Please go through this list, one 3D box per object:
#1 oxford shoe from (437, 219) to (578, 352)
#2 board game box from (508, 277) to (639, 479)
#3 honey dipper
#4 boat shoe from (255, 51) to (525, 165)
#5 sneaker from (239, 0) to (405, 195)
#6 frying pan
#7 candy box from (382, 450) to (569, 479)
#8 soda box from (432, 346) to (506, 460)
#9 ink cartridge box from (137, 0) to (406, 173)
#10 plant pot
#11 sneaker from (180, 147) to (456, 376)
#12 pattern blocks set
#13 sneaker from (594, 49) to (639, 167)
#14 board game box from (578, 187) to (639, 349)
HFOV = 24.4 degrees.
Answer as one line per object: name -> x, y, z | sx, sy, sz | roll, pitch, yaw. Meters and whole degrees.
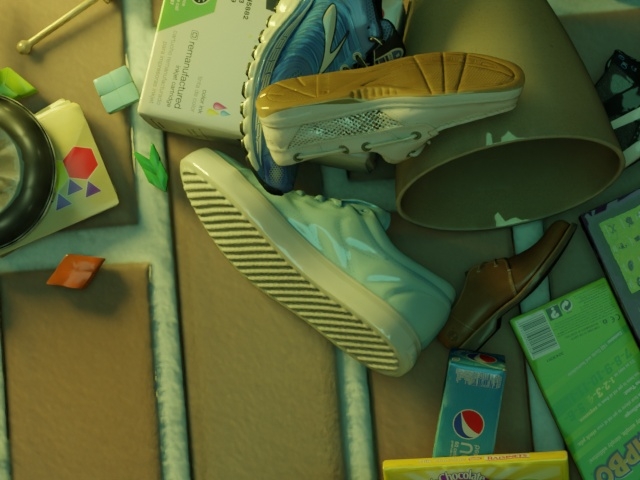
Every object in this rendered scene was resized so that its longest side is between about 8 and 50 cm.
oxford shoe -> 0.213, 0.045, 1.733 | 0.212, 0.076, 0.076 | -45, 79, 1
board game box -> 0.330, 0.186, 1.731 | 0.124, 0.039, 0.259 | -24, 81, 2
honey dipper -> -0.306, -0.278, 1.818 | 0.160, 0.030, 0.030 | -33, 84, 4
boat shoe -> 0.076, -0.128, 1.537 | 0.277, 0.098, 0.096 | -6, 120, 11
sneaker -> 0.011, -0.202, 1.618 | 0.147, 0.130, 0.330 | 19, 88, 8
frying pan -> -0.393, -0.143, 1.777 | 0.197, 0.053, 0.326 | 20, 90, 5
candy box -> 0.175, 0.292, 1.652 | 0.205, 0.027, 0.105 | -4, 100, 7
soda box -> 0.164, 0.233, 1.694 | 0.067, 0.071, 0.210 | 9, 102, 4
ink cartridge box -> -0.052, -0.208, 1.748 | 0.278, 0.117, 0.201 | 12, 86, 5
plant pot -> 0.188, -0.184, 1.685 | 0.256, 0.256, 0.274 | -11, 70, 3
sneaker -> 0.000, 0.000, 1.742 | 0.366, 0.135, 0.150 | 41, 60, 10
pattern blocks set -> -0.349, -0.071, 1.802 | 0.324, 0.026, 0.286 | -15, 85, 3
sneaker -> 0.404, -0.192, 1.734 | 0.217, 0.079, 0.121 | -37, 84, 1
board game box -> 0.467, 0.085, 1.725 | 0.208, 0.056, 0.347 | -24, 84, 6
